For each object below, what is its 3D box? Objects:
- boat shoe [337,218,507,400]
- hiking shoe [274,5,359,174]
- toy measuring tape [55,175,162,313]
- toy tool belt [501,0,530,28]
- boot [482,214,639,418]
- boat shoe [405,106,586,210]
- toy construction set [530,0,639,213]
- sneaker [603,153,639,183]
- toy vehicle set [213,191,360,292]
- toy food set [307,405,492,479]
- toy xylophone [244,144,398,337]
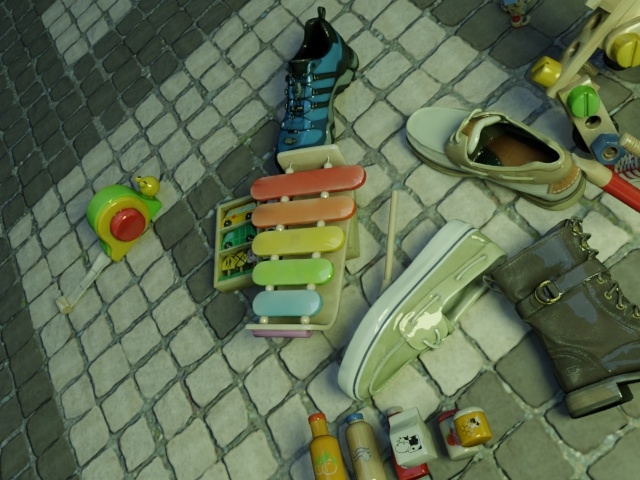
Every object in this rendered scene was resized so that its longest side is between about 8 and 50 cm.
[{"bbox_3d":[0.140,0.103,0.900,0.094,0.109,0.302,33,82,35],"label":"boat shoe"},{"bbox_3d":[-0.031,-0.256,1.156,0.113,0.132,0.304,0,62,32],"label":"hiking shoe"},{"bbox_3d":[-0.441,-0.004,1.287,0.330,0.121,0.121,-50,52,-1],"label":"toy measuring tape"},{"bbox_3d":[0.324,-0.402,1.085,0.052,0.051,0.083,-3,65,29],"label":"toy tool belt"},{"bbox_3d":[0.352,0.068,0.786,0.262,0.091,0.229,-28,63,17],"label":"boot"},{"bbox_3d":[0.245,-0.147,0.967,0.302,0.103,0.113,27,81,37],"label":"boat shoe"},{"bbox_3d":[0.341,-0.211,0.789,0.257,0.237,0.309,-31,40,55],"label":"toy construction set"},{"bbox_3d":[0.418,-0.104,0.867,0.118,0.067,0.042,-1,65,30],"label":"sneaker"},{"bbox_3d":[-0.063,-0.019,1.123,0.266,0.035,0.166,-17,59,22],"label":"toy vehicle set"},{"bbox_3d":[0.102,0.247,0.842,0.232,0.111,0.105,-28,55,18],"label":"toy food set"},{"bbox_3d":[0.000,0.000,1.002,0.236,0.081,0.323,-12,61,24],"label":"toy xylophone"}]
